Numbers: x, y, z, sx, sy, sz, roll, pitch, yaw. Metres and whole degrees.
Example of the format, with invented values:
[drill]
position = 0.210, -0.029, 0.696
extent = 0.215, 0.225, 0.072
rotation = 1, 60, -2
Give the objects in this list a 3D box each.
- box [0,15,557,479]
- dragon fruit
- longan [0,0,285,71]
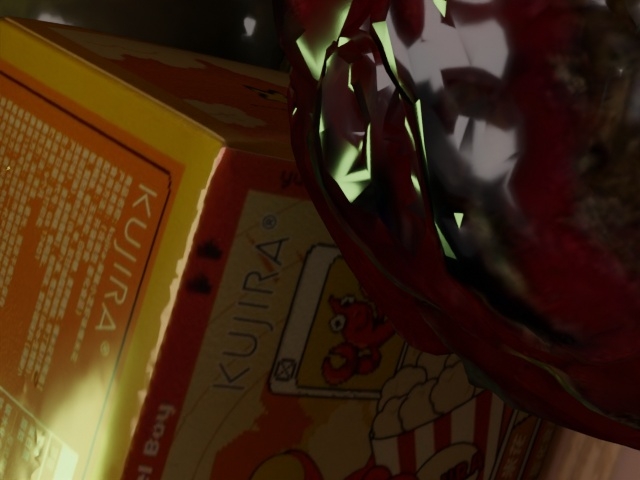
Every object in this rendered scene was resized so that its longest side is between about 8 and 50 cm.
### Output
[box]
position = -0.037, 0.069, 0.792
extent = 0.214, 0.259, 0.284
rotation = 33, 110, 48
[dragon fruit]
position = 0.135, -0.074, 0.557
extent = 0.329, 0.329, 0.329
rotation = -13, 74, 50
[longan]
position = -0.114, -0.111, 1.018
extent = 0.204, 0.159, 0.185
rotation = -13, 87, 11
